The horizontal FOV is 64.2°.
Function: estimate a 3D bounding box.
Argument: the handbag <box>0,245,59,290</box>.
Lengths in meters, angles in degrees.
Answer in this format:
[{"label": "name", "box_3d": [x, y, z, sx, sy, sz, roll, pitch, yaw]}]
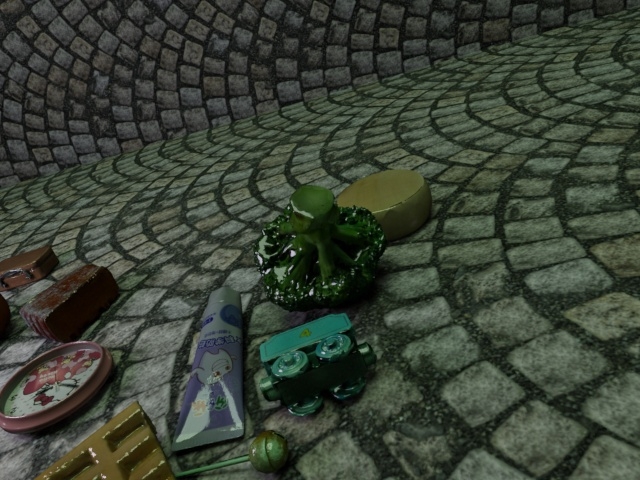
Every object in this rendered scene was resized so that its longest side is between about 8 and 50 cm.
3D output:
[{"label": "handbag", "box_3d": [-1.005, 0.096, 1.724, 0.193, 0.072, 0.151, -14, 28, 4]}]

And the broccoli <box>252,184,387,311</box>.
[{"label": "broccoli", "box_3d": [0.000, 0.000, 1.063, 0.297, 0.297, 0.297, 1, 53, -2]}]

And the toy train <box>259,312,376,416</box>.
[{"label": "toy train", "box_3d": [-0.009, 0.208, 0.876, 0.198, 0.107, 0.154, -20, 20, -4]}]

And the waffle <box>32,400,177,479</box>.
[{"label": "waffle", "box_3d": [-0.328, 0.415, 0.701, 0.304, 0.077, 0.348, -36, 30, -22]}]

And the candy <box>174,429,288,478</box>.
[{"label": "candy", "box_3d": [-0.142, 0.339, 0.781, 0.202, 0.061, 0.061, -20, 26, 15]}]

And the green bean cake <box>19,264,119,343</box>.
[{"label": "green bean cake", "box_3d": [-0.651, 0.163, 1.353, 0.198, 0.097, 0.233, 2, 33, 36]}]

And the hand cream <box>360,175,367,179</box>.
[{"label": "hand cream", "box_3d": [0.134, -0.178, 1.593, 0.030, 0.019, 0.093, -12, 30, 14]}]

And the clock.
[{"label": "clock", "box_3d": [-0.559, 0.305, 1.079, 0.244, 0.056, 0.244, -12, 27, 6]}]

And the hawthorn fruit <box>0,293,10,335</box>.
[{"label": "hawthorn fruit", "box_3d": [-0.966, 0.201, 1.346, 0.235, 0.263, 0.231, 25, 68, 18]}]

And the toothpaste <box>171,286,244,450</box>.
[{"label": "toothpaste", "box_3d": [-0.197, 0.235, 0.989, 0.125, 0.080, 0.371, -12, 35, 4]}]

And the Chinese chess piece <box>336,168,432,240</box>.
[{"label": "Chinese chess piece", "box_3d": [0.165, -0.091, 1.328, 0.251, 0.097, 0.251, -15, 27, 8]}]
